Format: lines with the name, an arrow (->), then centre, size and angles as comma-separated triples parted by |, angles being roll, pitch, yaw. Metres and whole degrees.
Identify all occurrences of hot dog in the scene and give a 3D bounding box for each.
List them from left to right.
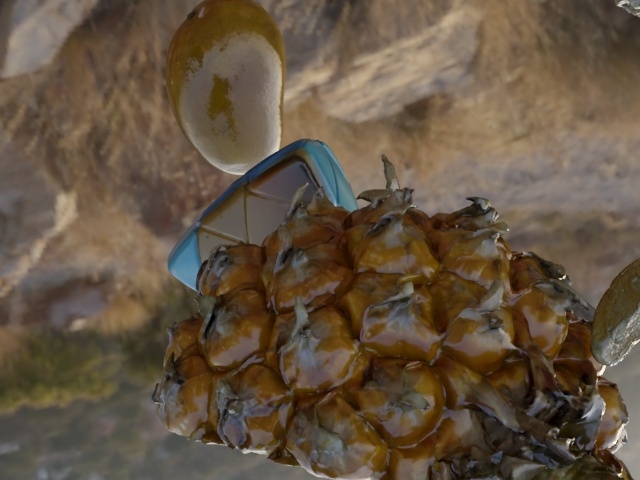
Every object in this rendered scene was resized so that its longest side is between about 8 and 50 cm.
hot dog -> 0.196, 0.036, 0.836 | 0.090, 0.034, 0.030 | -47, 135, 3

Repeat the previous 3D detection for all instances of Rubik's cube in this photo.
Rubik's cube -> 0.000, 0.000, 1.541 | 0.254, 0.254, 0.254 | -16, 159, -6

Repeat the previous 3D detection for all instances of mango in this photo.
mango -> -0.132, -0.216, 1.880 | 0.175, 0.255, 0.139 | -5, -172, -25

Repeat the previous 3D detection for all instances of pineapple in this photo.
pineapple -> 0.101, 0.052, 0.844 | 0.344, 0.209, 0.286 | 5, -178, -32

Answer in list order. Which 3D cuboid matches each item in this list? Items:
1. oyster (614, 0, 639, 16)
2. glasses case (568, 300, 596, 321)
oyster -> 0.253, -0.197, 0.894 | 0.163, 0.191, 0.081 | -27, 136, -27
glasses case -> 0.224, 0.190, 1.423 | 0.060, 0.114, 0.299 | -14, 129, -33
